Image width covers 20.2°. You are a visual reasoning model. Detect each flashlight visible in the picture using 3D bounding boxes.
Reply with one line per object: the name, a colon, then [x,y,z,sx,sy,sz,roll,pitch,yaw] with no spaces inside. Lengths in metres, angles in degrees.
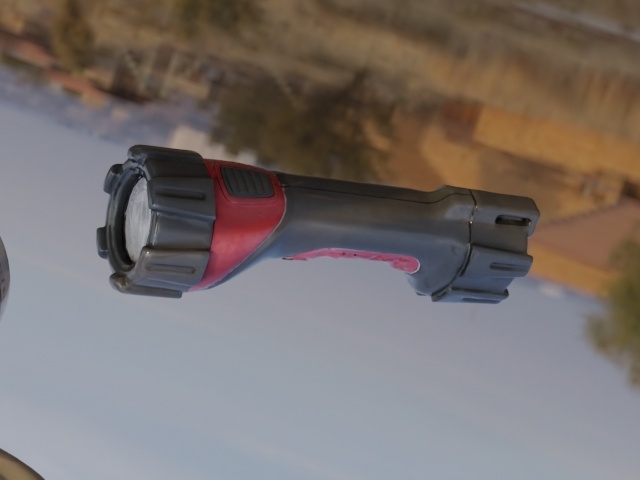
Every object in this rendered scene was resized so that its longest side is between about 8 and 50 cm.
flashlight: [0.000,0.000,1.259,0.304,0.103,0.103,7,-178,-30]

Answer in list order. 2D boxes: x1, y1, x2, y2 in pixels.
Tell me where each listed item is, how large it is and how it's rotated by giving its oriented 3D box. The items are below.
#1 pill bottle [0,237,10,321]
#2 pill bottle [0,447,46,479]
pill bottle: [-0.201,0.050,0.732,0.112,0.112,0.186,19,-154,-4]
pill bottle: [-0.139,0.135,0.515,0.087,0.160,0.087,23,-165,-7]
